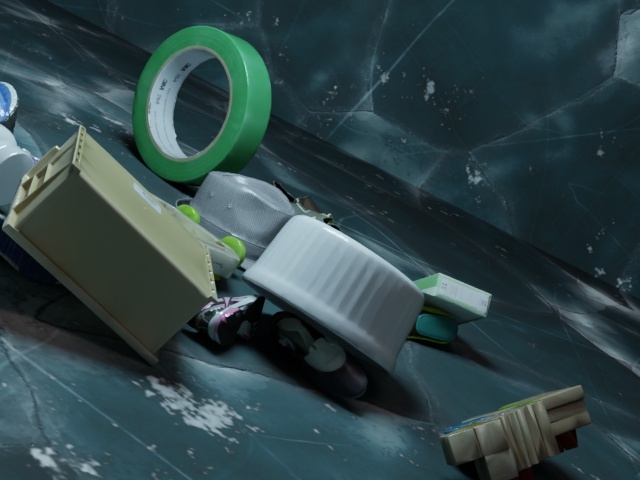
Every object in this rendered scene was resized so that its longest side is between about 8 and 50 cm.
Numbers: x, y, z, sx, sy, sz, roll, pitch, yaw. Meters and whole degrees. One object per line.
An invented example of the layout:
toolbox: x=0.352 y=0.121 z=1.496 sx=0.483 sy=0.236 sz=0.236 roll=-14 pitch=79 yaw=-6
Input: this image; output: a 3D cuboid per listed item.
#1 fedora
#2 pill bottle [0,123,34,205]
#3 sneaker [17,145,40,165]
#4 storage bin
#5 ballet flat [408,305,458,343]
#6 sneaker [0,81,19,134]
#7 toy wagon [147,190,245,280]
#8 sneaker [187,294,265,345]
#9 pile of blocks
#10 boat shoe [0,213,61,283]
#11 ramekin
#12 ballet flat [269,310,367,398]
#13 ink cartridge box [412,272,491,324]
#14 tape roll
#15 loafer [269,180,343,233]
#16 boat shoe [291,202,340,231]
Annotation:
fedora: x=-0.135 y=-0.045 z=2.237 sx=0.275 sy=0.124 sz=0.243 roll=36 pitch=17 yaw=36
pill bottle: x=-0.540 y=-0.143 z=1.828 sx=0.216 sy=0.121 sz=0.121 roll=32 pitch=14 yaw=24
sneaker: x=-0.465 y=-0.102 z=1.948 sx=0.169 sy=0.068 sz=0.071 roll=14 pitch=24 yaw=-46
storage bin: x=-0.277 y=-0.006 z=1.625 sx=0.262 sy=0.123 sz=0.260 roll=45 pitch=6 yaw=-19
ballet flat: x=0.155 y=0.143 z=2.225 sx=0.231 sy=0.077 sz=0.077 roll=20 pitch=-6 yaw=-38
sneaker: x=-0.631 y=-0.233 z=2.049 sx=0.147 sy=0.130 sz=0.330 roll=0 pitch=21 yaw=-46
toy wagon: x=-0.284 y=-0.048 z=2.014 sx=0.344 sy=0.068 sz=0.267 roll=34 pitch=3 yaw=31
sneaker: x=-0.140 y=0.105 z=1.782 sx=0.077 sy=0.072 sz=0.178 roll=19 pitch=5 yaw=16
pile of blocks: x=0.279 y=0.309 z=1.787 sx=0.362 sy=0.149 sz=0.113 roll=-8 pitch=79 yaw=-53
boat shoe: x=-0.414 y=-0.002 z=1.657 sx=0.183 sy=0.066 sz=0.066 roll=30 pitch=5 yaw=-2
ramekin: x=0.027 y=0.078 z=1.868 sx=0.277 sy=0.135 sz=0.277 roll=32 pitch=-7 yaw=4
ballet flat: x=-0.011 y=0.163 z=1.788 sx=0.074 sy=0.074 sz=0.203 roll=14 pitch=15 yaw=-45
ink cartridge box: x=0.179 y=0.099 z=2.282 sx=0.235 sy=0.056 sz=0.171 roll=24 pitch=-20 yaw=-19
tape roll: x=-0.246 y=-0.272 z=2.459 sx=0.321 sy=0.321 sz=0.077 roll=36 pitch=16 yaw=35
loafer: x=-0.039 y=-0.057 z=2.570 sx=0.220 sy=0.078 sz=0.080 roll=30 pitch=13 yaw=12
boat shoe: x=0.002 y=0.003 z=2.310 sx=0.109 sy=0.091 sz=0.305 roll=61 pitch=-4 yaw=-33
